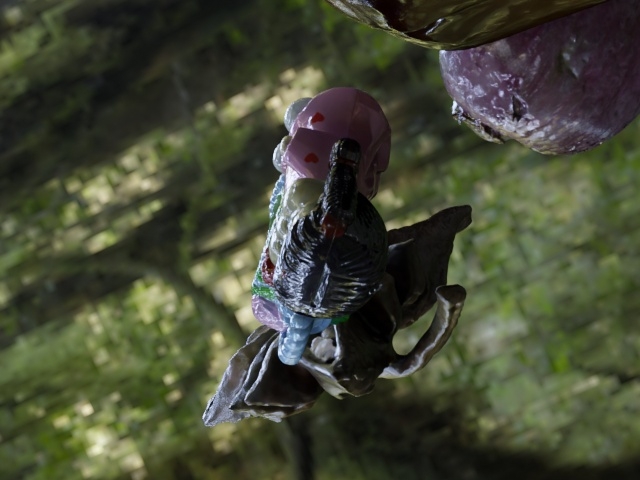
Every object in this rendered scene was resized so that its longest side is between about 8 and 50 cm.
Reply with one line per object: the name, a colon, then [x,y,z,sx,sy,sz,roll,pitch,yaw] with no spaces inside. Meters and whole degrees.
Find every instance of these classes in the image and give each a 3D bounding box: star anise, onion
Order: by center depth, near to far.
star anise: [0.026,0.085,1.814,0.109,0.349,0.292,45,-148,-15]
onion: [0.275,-0.226,1.917,0.159,0.349,0.267,37,-168,23]

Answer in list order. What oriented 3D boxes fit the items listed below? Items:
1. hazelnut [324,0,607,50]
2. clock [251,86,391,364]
hazelnut: [0.156,-0.356,1.650,0.402,0.429,0.402,23,-130,-30]
clock: [0.000,0.000,1.639,0.195,0.100,0.194,-83,7,-52]
